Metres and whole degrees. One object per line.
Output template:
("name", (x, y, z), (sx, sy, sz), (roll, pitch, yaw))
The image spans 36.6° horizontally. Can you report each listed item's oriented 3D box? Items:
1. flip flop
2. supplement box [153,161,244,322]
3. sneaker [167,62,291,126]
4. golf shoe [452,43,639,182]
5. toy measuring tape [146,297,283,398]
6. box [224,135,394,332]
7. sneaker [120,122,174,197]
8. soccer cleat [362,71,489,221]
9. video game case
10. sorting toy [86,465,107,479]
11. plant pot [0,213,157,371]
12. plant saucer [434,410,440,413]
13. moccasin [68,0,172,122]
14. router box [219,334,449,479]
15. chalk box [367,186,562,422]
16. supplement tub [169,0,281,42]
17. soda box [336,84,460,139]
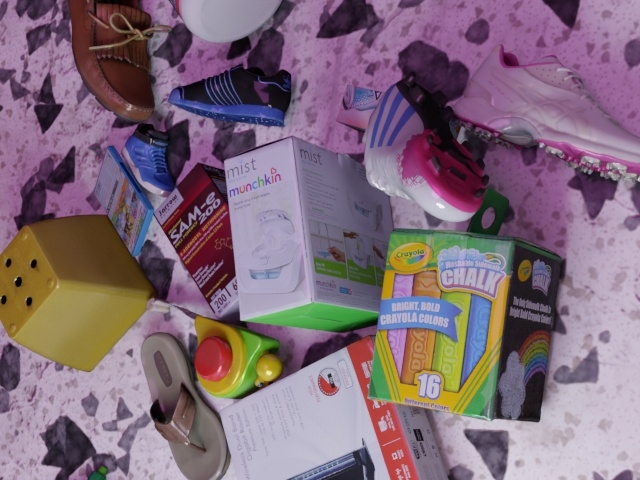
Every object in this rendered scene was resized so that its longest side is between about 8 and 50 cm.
("flip flop", (-0.236, 0.274, 1.574), (0.112, 0.080, 0.277), (-35, 68, 23))
("supplement box", (-0.163, 0.002, 1.583), (0.130, 0.073, 0.239), (-46, 60, 18))
("sneaker", (-0.149, -0.249, 1.618), (0.232, 0.081, 0.090), (11, 85, 27))
("golf shoe", (0.321, -0.173, 1.283), (0.306, 0.115, 0.140), (24, 92, 32))
("toy measuring tape", (-0.182, 0.179, 1.550), (0.330, 0.121, 0.121), (14, 89, 43))
("box", (0.000, 0.000, 1.366), (0.127, 0.262, 0.231), (-17, 74, 30))
("sneaker", (-0.290, -0.147, 1.698), (0.152, 0.058, 0.084), (50, 117, 35))
("soccer cleat", (0.125, -0.094, 1.264), (0.143, 0.116, 0.331), (-51, 22, 24))
("video game case", (-0.351, -0.071, 1.721), (0.166, 0.015, 0.119), (54, 136, 28))
("sorting toy", (-0.276, 0.448, 1.580), (0.366, 0.127, 0.126), (10, 58, 36))
("plant pot", (-0.455, 0.082, 1.687), (0.212, 0.187, 0.212), (-47, 61, 18))
("plant saucer", (0.199, 0.149, 1.358), (0.067, 0.018, 0.192), (41, 103, 31))
("moccasin", (-0.363, -0.384, 1.751), (0.147, 0.139, 0.380), (-34, 56, 33))
("router box", (0.028, 0.347, 1.383), (0.301, 0.082, 0.335), (-31, 67, 29))
("chalk box", (0.193, 0.078, 1.259), (0.179, 0.180, 0.289), (5, 83, 33))
("supplement tub", (-0.195, -0.482, 1.616), (0.191, 0.191, 0.272), (-44, 62, 19))
("soda box", (0.117, -0.182, 1.444), (0.183, 0.058, 0.063), (18, 92, 33))
